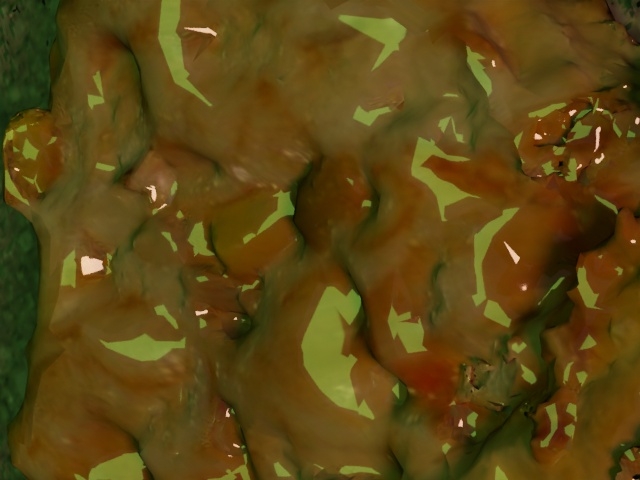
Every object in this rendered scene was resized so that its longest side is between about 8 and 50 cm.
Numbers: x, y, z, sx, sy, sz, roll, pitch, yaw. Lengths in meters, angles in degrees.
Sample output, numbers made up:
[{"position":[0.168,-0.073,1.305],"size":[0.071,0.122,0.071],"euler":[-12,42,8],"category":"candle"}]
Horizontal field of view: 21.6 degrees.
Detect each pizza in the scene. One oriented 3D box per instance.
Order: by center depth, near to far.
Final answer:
[{"position":[0.012,0.029,0.641],"size":[0.392,0.080,0.434],"euler":[7,97,36],"category":"pizza"}]
